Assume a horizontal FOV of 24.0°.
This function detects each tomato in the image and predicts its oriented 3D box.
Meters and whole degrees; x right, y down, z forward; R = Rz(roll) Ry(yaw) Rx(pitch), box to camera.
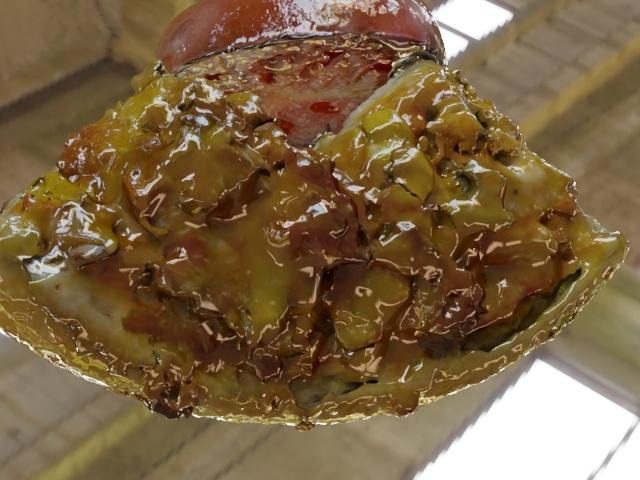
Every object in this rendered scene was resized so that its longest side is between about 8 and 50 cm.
[{"bbox_3d":[-0.022,-0.133,1.070,0.225,0.225,0.085,22,-122,-65],"label":"tomato"}]

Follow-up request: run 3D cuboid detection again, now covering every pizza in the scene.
[{"bbox_3d":[0.000,0.000,0.633,0.306,0.086,0.161,-3,-84,-22],"label":"pizza"}]
